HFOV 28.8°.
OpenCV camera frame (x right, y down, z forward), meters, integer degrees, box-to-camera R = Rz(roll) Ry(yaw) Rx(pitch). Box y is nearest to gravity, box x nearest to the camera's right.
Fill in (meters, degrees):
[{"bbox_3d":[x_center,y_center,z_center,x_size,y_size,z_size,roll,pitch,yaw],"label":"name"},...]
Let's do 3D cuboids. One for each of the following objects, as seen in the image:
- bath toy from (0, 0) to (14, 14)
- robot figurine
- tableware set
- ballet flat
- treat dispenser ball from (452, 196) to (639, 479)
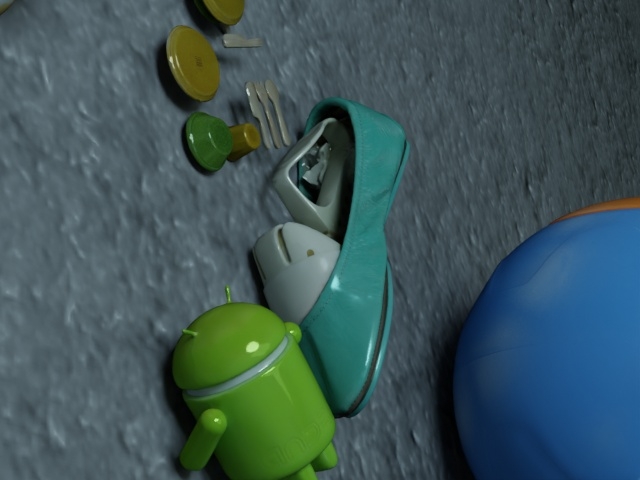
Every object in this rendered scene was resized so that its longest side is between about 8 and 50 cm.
[{"bbox_3d":[-0.144,-0.189,0.563,0.151,0.129,0.348,64,28,-15],"label":"bath toy"},{"bbox_3d":[-0.035,0.083,0.665,0.101,0.067,0.115,-47,116,-50],"label":"robot figurine"},{"bbox_3d":[-0.072,-0.120,0.771,0.104,0.024,0.154,-19,92,-59],"label":"tableware set"},{"bbox_3d":[0.000,0.000,0.788,0.087,0.083,0.247,30,44,-20],"label":"ballet flat"},{"bbox_3d":[0.242,0.112,0.921,0.288,0.288,0.288,39,42,-47],"label":"treat dispenser ball"}]
